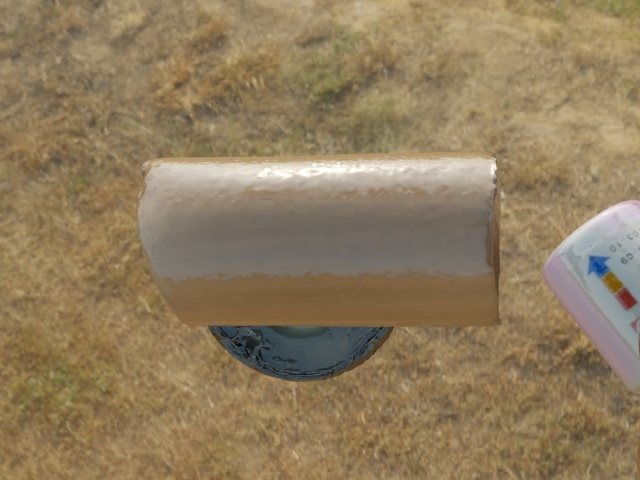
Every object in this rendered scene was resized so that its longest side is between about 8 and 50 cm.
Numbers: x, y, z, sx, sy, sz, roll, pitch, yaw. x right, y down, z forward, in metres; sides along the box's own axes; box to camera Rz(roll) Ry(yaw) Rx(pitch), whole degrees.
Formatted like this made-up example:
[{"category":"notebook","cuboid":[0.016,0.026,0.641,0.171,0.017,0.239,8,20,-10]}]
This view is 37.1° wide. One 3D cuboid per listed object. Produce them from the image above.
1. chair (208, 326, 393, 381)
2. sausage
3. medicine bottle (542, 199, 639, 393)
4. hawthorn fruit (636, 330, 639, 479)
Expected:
[{"category":"chair","cuboid":[-0.015,0.013,1.169,0.226,0.226,0.401,-13,6,3]},{"category":"sausage","cuboid":[0.000,0.000,0.665,0.253,0.123,0.123,0,49,8]},{"category":"medicine bottle","cuboid":[0.381,0.090,1.075,0.152,0.152,0.254,-30,68,-13]},{"category":"hawthorn fruit","cuboid":[0.246,0.060,0.367,0.251,0.199,0.199,-13,46,-12]}]
